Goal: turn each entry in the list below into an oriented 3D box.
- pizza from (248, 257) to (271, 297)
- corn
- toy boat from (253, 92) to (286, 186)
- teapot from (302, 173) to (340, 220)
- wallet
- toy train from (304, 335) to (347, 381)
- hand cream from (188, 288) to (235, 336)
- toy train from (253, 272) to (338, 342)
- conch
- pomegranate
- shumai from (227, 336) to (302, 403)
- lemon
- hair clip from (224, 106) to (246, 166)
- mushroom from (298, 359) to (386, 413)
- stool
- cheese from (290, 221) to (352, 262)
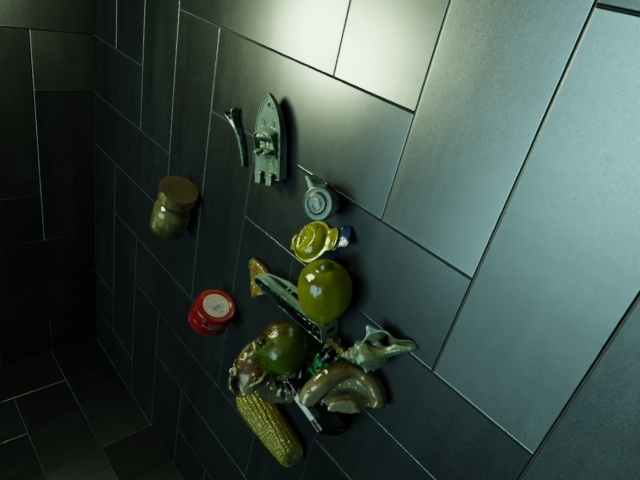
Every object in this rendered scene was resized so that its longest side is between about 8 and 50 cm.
[{"bbox_3d":[-0.240,0.181,1.997,0.185,0.036,0.176,41,130,31],"label":"pizza"},{"bbox_3d":[-0.219,0.770,2.065,0.387,0.144,0.144,41,128,30],"label":"corn"},{"bbox_3d":[-0.183,-0.357,1.737,0.141,0.092,0.319,19,113,42],"label":"toy boat"},{"bbox_3d":[0.001,-0.129,1.579,0.149,0.108,0.111,41,110,24],"label":"teapot"},{"bbox_3d":[-0.018,0.588,1.722,0.071,0.262,0.221,-41,61,1],"label":"wallet"},{"bbox_3d":[0.024,0.432,1.696,0.091,0.136,0.227,41,130,34],"label":"toy train"},{"bbox_3d":[-0.485,0.322,2.195,0.193,0.193,0.125,55,137,22],"label":"hand cream"},{"bbox_3d":[-0.099,0.221,1.805,0.407,0.088,0.086,33,144,38],"label":"toy train"},{"bbox_3d":[0.171,0.330,1.535,0.234,0.114,0.137,-34,84,11],"label":"conch"},{"bbox_3d":[-0.105,0.384,1.749,0.198,0.246,0.198,-175,90,-88],"label":"pomegranate"},{"bbox_3d":[-0.256,0.501,1.913,0.314,0.262,0.267,37,113,48],"label":"shumai"},{"bbox_3d":[0.014,0.170,1.602,0.184,0.184,0.248,27,123,41],"label":"lemon"},{"bbox_3d":[-0.324,-0.404,1.923,0.070,0.039,0.229,-10,94,48],"label":"hair clip"},{"bbox_3d":[0.074,0.469,1.595,0.156,0.286,0.151,-98,11,-86],"label":"mushroom"},{"bbox_3d":[-0.694,-0.150,2.304,0.179,0.179,0.264,55,136,22],"label":"stool"},{"bbox_3d":[0.000,0.000,1.636,0.250,0.064,0.156,-5,62,40],"label":"cheese"}]
